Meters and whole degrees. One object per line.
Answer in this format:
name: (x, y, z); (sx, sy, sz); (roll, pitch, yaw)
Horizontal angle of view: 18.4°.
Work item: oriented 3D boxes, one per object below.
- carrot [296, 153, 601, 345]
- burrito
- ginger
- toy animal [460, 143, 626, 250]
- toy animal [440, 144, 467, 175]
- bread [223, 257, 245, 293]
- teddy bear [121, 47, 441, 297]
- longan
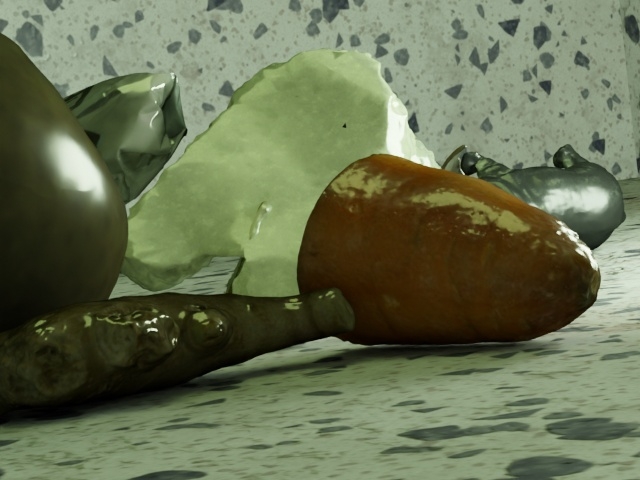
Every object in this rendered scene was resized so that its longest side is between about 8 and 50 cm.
carrot: (0.117, 0.026, 1.556); (0.225, 0.159, 0.159); (14, 16, 38)
burrito: (-0.308, -0.050, 1.947); (0.445, 0.139, 0.101); (-18, -29, 37)
ginger: (-0.144, 0.078, 1.491); (0.333, 0.080, 0.166); (-14, 1, -40)
toy animal: (0.208, -0.030, 2.308); (0.343, 0.106, 0.168); (-14, 35, -41)
toy animal: (0.143, 0.029, 1.729); (0.095, 0.219, 0.155); (16, 54, 36)
bread: (-0.045, 0.033, 2.033); (0.094, 0.083, 0.157); (15, 26, -13)
teddy bear: (0.000, 0.000, 1.927); (0.327, 0.375, 0.362); (22, -27, 18)
longan: (-0.295, -0.016, 1.549); (0.288, 0.288, 0.350); (-5, -30, 24)
